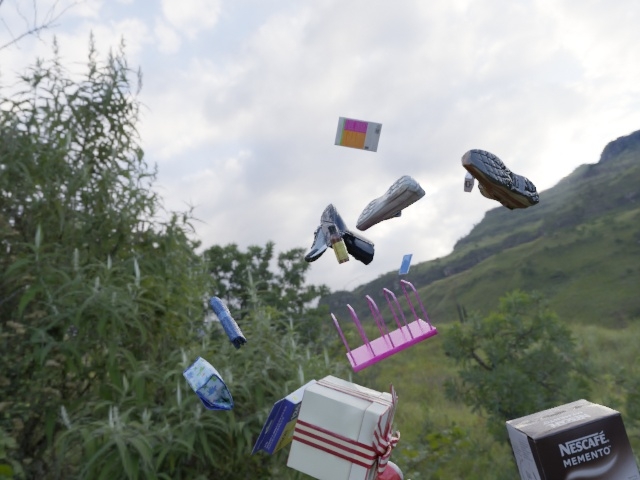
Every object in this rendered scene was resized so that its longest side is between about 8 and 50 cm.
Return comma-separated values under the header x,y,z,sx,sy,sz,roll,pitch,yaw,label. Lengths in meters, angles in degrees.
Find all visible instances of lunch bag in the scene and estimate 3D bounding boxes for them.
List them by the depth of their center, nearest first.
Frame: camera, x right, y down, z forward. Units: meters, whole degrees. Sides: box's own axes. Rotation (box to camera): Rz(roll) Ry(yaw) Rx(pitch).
x,y,z,sx,sy,sz,roll,pitch,yaw,label
-0.345,0.461,1.552,0.129,0.096,0.151,26,-24,52,lunch bag

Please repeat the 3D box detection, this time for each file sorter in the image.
x,y,z,sx,sy,sz,roll,pitch,yaw,label
0.198,0.273,1.643,0.290,0.182,0.202,-24,1,-3,file sorter

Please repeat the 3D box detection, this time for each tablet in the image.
x,y,z,sx,sy,sz,roll,pitch,yaw,label
0.324,0.090,1.870,0.006,0.083,0.054,27,-21,-24,tablet

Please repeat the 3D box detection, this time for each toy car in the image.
x,y,z,sx,sy,sz,roll,pitch,yaw,label
0.223,1.028,1.981,0.238,0.219,0.210,-27,-44,-41,toy car

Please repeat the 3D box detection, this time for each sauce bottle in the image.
x,y,z,sx,sy,sz,roll,pitch,yaw,label
0.056,0.011,1.580,0.042,0.128,0.042,-18,-2,-1,sauce bottle

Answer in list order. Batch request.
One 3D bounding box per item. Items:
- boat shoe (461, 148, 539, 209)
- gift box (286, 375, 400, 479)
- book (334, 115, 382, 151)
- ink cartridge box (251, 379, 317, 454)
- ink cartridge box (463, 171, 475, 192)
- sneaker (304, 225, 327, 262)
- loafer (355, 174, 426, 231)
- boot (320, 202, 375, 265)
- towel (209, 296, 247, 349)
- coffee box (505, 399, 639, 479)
x,y,z,sx,sy,sz,roll,pitch,yaw,label
0.589,-0.186,1.658,0.324,0.122,0.120,28,-36,-21,boat shoe
0.084,0.518,1.368,0.258,0.276,0.255,15,5,20,gift box
0.124,-0.351,1.623,0.144,0.096,0.035,10,19,0,book
-0.144,0.804,2.205,0.307,0.072,0.304,-12,-50,-59,ink cartridge box
0.520,-0.214,1.720,0.028,0.048,0.083,15,-39,25,ink cartridge box
0.000,0.000,2.305,0.108,0.271,0.100,39,-34,1,sneaker
0.252,-0.116,1.825,0.111,0.112,0.319,35,-43,-17,loafer
0.110,-0.021,1.964,0.207,0.246,0.094,26,-58,-28,boot
-0.207,0.182,1.105,0.029,0.119,0.067,-31,-28,-10,towel
0.469,0.460,0.878,0.168,0.297,0.119,-15,-5,-5,coffee box
